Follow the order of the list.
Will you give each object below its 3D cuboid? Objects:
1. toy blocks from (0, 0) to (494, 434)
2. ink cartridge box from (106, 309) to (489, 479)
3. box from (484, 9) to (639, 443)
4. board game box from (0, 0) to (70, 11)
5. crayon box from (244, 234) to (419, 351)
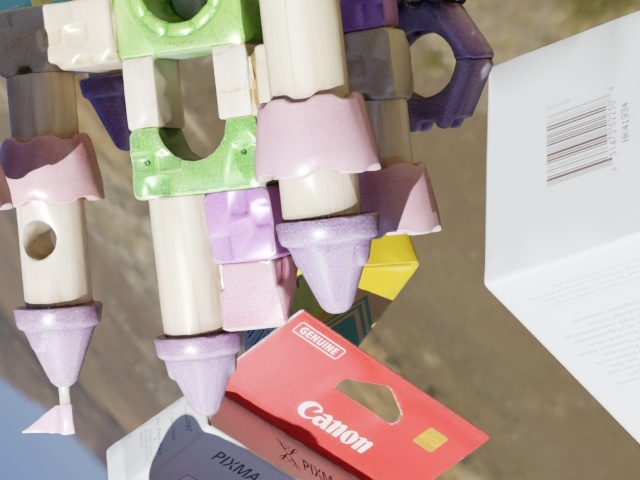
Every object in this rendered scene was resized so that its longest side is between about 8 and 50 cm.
[{"bbox_3d":[-0.058,-0.023,1.076,0.309,0.289,0.260,-15,-81,-70],"label":"toy blocks"},{"bbox_3d":[-0.014,0.222,1.756,0.296,0.261,0.066,36,-151,-36],"label":"ink cartridge box"},{"bbox_3d":[0.284,0.016,1.398,0.345,0.168,0.215,43,-141,-40],"label":"box"},{"bbox_3d":[-0.243,-0.370,1.748,0.253,0.336,0.079,58,158,16],"label":"board game box"},{"bbox_3d":[0.000,0.000,1.843,0.318,0.081,0.202,124,138,-51],"label":"crayon box"}]
